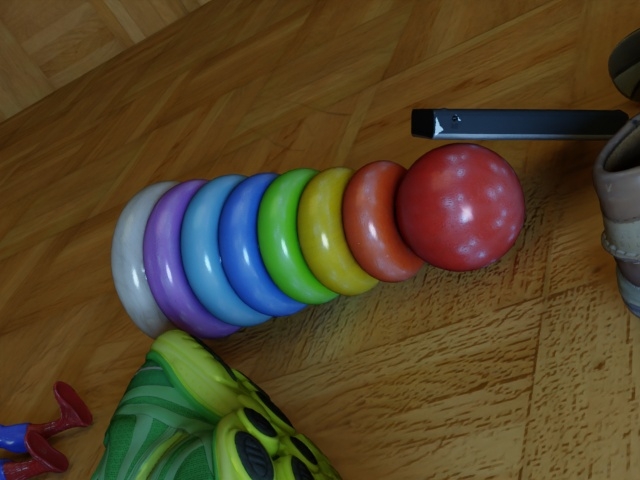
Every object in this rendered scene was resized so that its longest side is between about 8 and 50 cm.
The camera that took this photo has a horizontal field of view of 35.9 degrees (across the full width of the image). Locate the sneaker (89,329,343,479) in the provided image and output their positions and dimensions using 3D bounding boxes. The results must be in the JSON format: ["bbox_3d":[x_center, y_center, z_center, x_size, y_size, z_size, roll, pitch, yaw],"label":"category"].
[{"bbox_3d":[-0.065,0.151,0.586,0.123,0.109,0.295,-52,21,-3],"label":"sneaker"}]

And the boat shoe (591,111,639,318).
[{"bbox_3d":[0.270,-0.092,0.541,0.324,0.116,0.123,-44,25,-18],"label":"boat shoe"}]

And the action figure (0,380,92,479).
[{"bbox_3d":[-0.352,0.175,0.874,0.280,0.139,0.091,-26,24,28],"label":"action figure"}]

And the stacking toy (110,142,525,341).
[{"bbox_3d":[0.000,0.000,0.753,0.330,0.141,0.141,-9,34,34],"label":"stacking toy"}]

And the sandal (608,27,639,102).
[{"bbox_3d":[0.292,-0.149,0.700,0.180,0.072,0.049,-19,7,43],"label":"sandal"}]

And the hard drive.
[{"bbox_3d":[0.139,-0.084,0.709,0.135,0.022,0.094,0,7,-4],"label":"hard drive"}]
